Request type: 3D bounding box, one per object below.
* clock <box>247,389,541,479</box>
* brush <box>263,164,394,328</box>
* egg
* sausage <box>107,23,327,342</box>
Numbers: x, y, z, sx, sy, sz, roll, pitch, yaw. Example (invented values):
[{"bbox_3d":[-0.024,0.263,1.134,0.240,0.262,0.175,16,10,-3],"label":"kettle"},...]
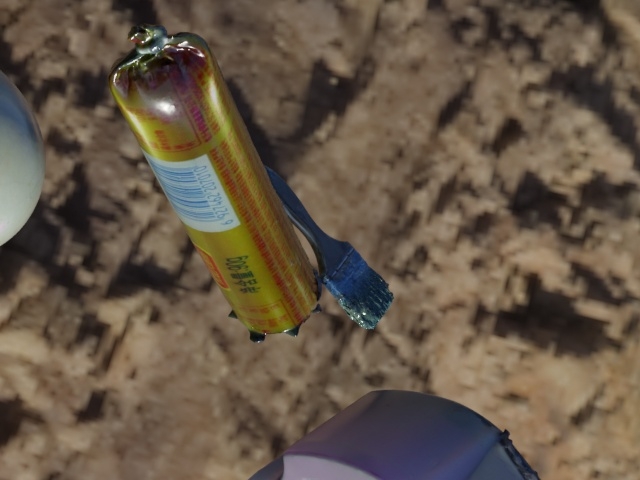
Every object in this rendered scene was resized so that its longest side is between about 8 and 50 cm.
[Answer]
[{"bbox_3d":[0.091,0.277,1.368,0.102,0.338,0.338,-34,131,-30],"label":"clock"},{"bbox_3d":[0.000,0.000,1.670,0.196,0.021,0.070,51,40,-12],"label":"brush"},{"bbox_3d":[-0.288,-0.074,1.227,0.151,0.209,0.151,-38,150,-26],"label":"egg"},{"bbox_3d":[-0.073,-0.038,1.196,0.082,0.082,0.371,-63,157,-21],"label":"sausage"}]
